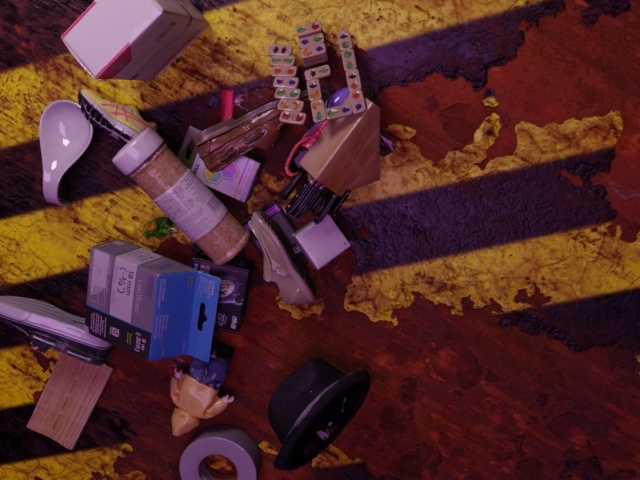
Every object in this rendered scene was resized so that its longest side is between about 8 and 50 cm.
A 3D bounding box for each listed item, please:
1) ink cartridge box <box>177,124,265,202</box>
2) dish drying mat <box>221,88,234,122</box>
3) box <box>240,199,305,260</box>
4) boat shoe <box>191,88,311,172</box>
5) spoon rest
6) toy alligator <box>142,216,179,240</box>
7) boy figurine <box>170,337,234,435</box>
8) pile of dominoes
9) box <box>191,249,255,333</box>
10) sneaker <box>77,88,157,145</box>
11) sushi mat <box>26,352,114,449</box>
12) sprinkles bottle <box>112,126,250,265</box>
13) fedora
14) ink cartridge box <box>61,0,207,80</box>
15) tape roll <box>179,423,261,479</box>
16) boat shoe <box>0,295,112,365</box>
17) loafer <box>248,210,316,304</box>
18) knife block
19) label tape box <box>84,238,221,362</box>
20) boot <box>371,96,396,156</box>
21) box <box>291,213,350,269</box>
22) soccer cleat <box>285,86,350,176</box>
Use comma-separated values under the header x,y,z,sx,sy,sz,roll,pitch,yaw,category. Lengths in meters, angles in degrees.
x,y,z,sx,sy,sz,roll,pitch,yaw,category
-0.253,-0.188,1.633,0.209,0.062,0.109,25,108,0,ink cartridge box
-0.225,-0.323,1.619,0.032,0.008,0.083,5,107,7,dish drying mat
-0.113,-0.005,1.686,0.116,0.029,0.162,-32,98,16,box
-0.141,-0.257,1.558,0.307,0.111,0.105,-24,101,-2,boat shoe
-0.642,-0.212,1.667,0.137,0.084,0.277,16,108,3,spoon rest
-0.391,-0.037,1.669,0.056,0.189,0.051,32,68,-32,toy alligator
-0.321,0.409,1.799,0.177,0.092,0.285,23,108,0,boy figurine
-0.016,-0.372,1.482,0.195,0.040,0.251,-13,64,7,pile of dominoes
-0.260,0.130,1.717,0.147,0.077,0.180,14,107,3,box
-0.489,-0.303,1.624,0.208,0.081,0.094,37,62,-13,sneaker
-0.710,0.444,1.896,0.151,0.019,0.317,30,107,-1,sushi mat
-0.323,-0.100,1.582,0.121,0.121,0.355,-37,109,15,sprinkles bottle
-0.029,0.421,1.706,0.152,0.334,0.334,41,109,27,fedora
-0.394,-0.458,1.461,0.207,0.283,0.117,-39,94,16,ink cartridge box
-0.277,0.626,1.865,0.219,0.072,0.219,2,107,7,tape roll
-0.722,0.248,1.784,0.335,0.121,0.119,21,98,-1,boat shoe
-0.107,0.053,1.633,0.092,0.102,0.269,-29,102,9,loafer
0.013,-0.178,1.514,0.242,0.088,0.276,-19,130,-20,knife block
-0.429,0.163,1.681,0.333,0.106,0.241,18,109,23,label tape box
0.142,-0.264,1.573,0.114,0.037,0.106,37,120,-1,boot
0.000,0.000,1.627,0.101,0.087,0.102,-36,100,-5,box
0.001,-0.247,1.564,0.083,0.095,0.248,38,108,-1,soccer cleat
